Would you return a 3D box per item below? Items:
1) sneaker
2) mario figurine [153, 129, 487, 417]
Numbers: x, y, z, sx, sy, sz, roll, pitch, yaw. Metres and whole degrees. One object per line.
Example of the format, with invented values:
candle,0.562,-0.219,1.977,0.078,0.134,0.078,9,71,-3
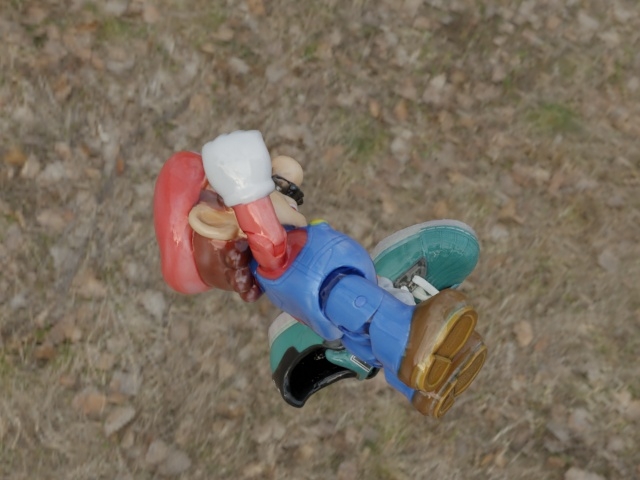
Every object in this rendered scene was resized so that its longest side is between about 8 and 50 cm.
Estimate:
sneaker,0.066,0.095,1.400,0.108,0.302,0.121,38,28,-33
mario figurine,0.000,0.000,1.002,0.320,0.198,0.170,31,40,24
